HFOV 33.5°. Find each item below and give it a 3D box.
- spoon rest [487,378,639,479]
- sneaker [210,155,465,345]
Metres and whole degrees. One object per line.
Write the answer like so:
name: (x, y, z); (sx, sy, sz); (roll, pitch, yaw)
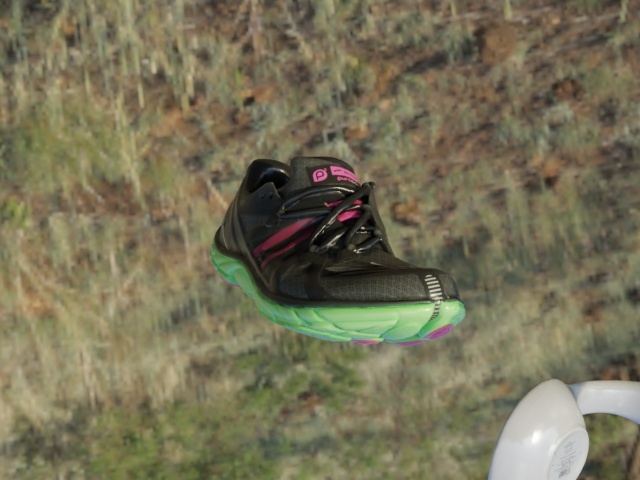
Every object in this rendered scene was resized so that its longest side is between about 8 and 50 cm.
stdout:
spoon rest: (0.256, 0.194, 1.091); (0.276, 0.137, 0.084); (-8, -158, -42)
sneaker: (0.000, 0.000, 1.330); (0.185, 0.202, 0.483); (7, -169, -35)
